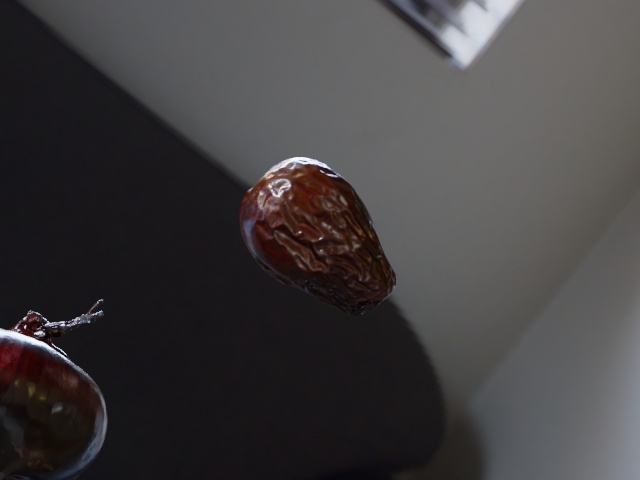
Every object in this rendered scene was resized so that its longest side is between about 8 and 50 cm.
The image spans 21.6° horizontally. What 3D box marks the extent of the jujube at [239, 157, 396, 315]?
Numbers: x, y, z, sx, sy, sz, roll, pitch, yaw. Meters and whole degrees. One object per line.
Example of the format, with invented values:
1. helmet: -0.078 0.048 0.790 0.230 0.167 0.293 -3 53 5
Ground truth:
1. jujube: 0.000 0.000 2.246 0.236 0.168 0.168 45 1 5

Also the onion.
1. onion: -0.381 0.180 2.043 0.273 0.285 0.273 16 -24 7
